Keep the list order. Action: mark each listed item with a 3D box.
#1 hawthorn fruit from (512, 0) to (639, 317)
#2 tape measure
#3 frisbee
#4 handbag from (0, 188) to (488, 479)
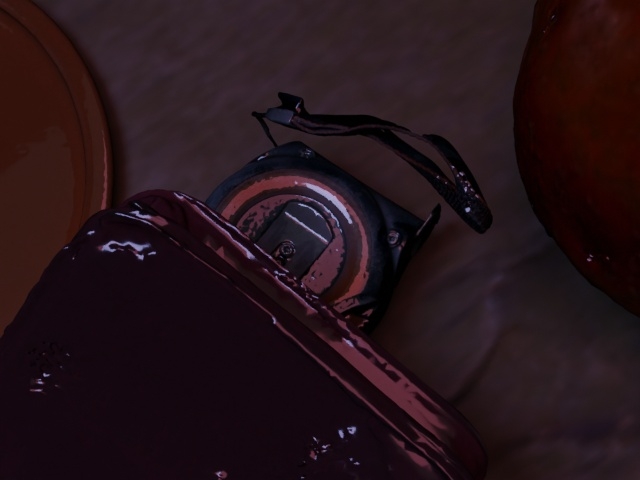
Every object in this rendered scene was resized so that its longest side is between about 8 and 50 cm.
[{"bbox_3d":[0.166,-0.066,0.679,0.181,0.181,0.235,-29,70,-3],"label":"hawthorn fruit"},{"bbox_3d":[-0.003,-0.003,0.678,0.104,0.180,0.107,35,79,-3],"label":"tape measure"},{"bbox_3d":[-0.224,-0.024,0.777,0.251,0.021,0.250,-1,74,4],"label":"frisbee"},{"bbox_3d":[-0.060,0.110,0.663,0.203,0.074,0.216,38,107,6],"label":"handbag"}]
